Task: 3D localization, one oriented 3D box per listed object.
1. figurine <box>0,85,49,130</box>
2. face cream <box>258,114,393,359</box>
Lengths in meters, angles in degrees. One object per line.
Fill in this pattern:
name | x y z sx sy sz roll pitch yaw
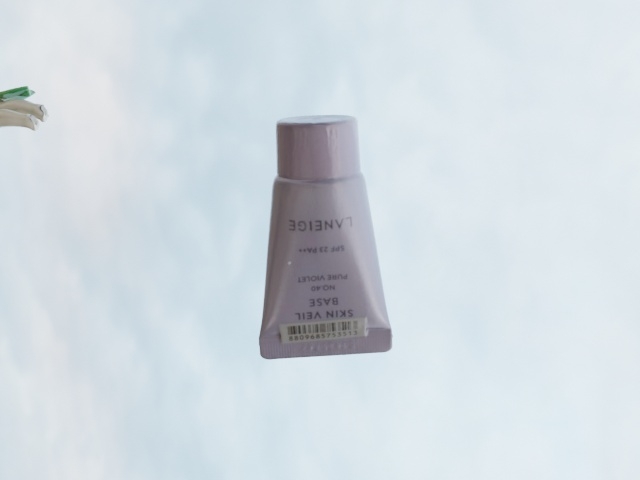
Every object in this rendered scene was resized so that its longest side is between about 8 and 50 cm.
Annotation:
figurine | -0.380 -0.147 0.925 0.083 0.187 0.083 9 90 -84
face cream | 0.000 0.000 0.986 0.096 0.154 0.274 -116 -158 -76
